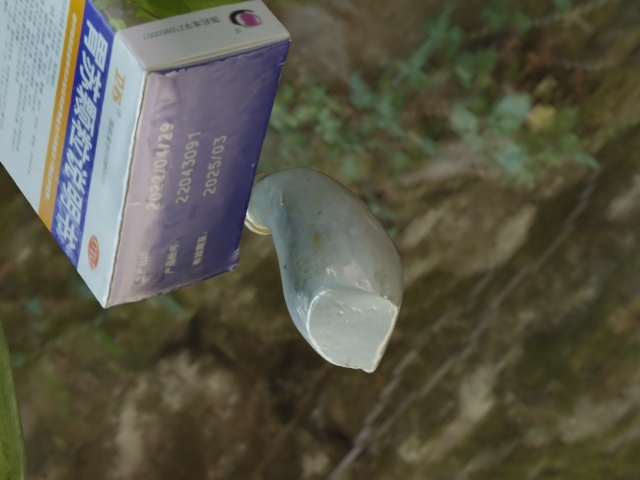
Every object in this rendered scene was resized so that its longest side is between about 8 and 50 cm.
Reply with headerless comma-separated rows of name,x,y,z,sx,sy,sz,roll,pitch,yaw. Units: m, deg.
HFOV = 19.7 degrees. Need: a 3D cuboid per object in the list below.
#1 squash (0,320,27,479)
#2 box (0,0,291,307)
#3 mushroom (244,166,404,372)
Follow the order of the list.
squash,-0.379,0.149,1.963,0.118,0.118,0.371,-3,-93,-75
box,-0.153,-0.135,1.189,0.106,0.200,0.299,-18,-127,-31
mushroom,0.000,0.000,1.696,0.103,0.118,0.270,14,-153,-29
